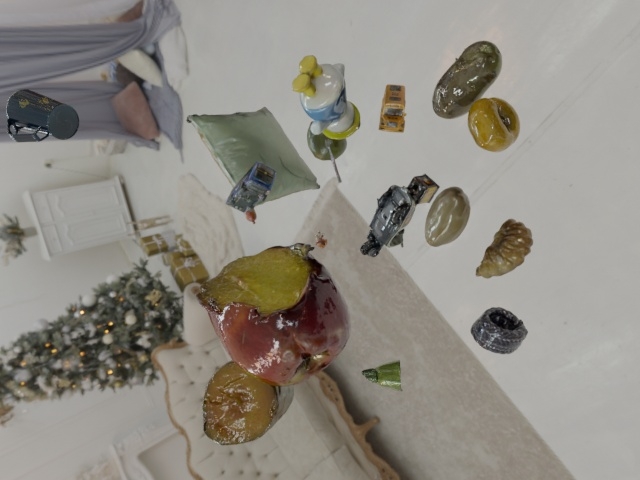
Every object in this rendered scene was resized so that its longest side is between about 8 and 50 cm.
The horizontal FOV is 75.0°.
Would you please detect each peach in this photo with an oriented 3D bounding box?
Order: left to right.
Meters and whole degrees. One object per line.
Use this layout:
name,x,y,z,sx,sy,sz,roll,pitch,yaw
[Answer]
peach,-0.131,0.181,1.127,0.416,0.339,0.352,49,148,27
peach,0.527,-0.353,1.269,0.103,0.179,0.179,-29,82,55

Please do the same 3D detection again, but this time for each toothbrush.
toothbrush,0.053,-0.321,1.698,0.014,0.017,0.194,-7,126,23

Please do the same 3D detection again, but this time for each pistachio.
pistachio,0.436,-0.076,1.435,0.136,0.136,0.225,37,121,34

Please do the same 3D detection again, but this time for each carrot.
carrot,-0.209,0.464,1.279,0.241,0.242,0.341,63,-175,9

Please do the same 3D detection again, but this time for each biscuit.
biscuit,0.458,0.014,1.036,0.061,0.183,0.118,46,162,-23

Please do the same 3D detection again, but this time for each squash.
squash,0.208,0.459,1.413,0.132,0.105,0.104,-5,105,9

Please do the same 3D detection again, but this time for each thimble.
thimble,0.380,0.190,0.896,0.095,0.105,0.066,-99,25,-57

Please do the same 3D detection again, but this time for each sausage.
sausage,-0.369,-0.233,1.903,0.053,0.053,0.347,-30,82,50

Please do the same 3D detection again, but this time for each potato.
potato,0.471,-0.514,1.355,0.262,0.165,0.165,-50,65,25

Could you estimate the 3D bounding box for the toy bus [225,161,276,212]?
toy bus,-0.134,-0.096,0.785,0.153,0.051,0.061,-27,44,58

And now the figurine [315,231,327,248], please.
figurine,0.000,0.000,1.696,0.047,0.064,0.109,34,165,23

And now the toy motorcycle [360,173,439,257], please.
toy motorcycle,0.203,-0.053,1.142,0.090,0.157,0.262,51,138,28

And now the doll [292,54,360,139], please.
doll,0.021,-0.279,0.861,0.099,0.241,0.135,-15,76,13

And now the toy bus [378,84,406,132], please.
toy bus,0.199,-0.360,1.139,0.070,0.162,0.074,7,137,5

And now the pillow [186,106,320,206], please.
pillow,-0.176,-0.242,1.184,0.309,0.313,0.119,55,133,6

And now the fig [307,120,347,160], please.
fig,0.027,-0.530,2.184,0.203,0.203,0.225,4,128,49

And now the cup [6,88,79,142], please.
cup,-0.845,-0.361,1.261,0.156,0.176,0.131,17,153,15
